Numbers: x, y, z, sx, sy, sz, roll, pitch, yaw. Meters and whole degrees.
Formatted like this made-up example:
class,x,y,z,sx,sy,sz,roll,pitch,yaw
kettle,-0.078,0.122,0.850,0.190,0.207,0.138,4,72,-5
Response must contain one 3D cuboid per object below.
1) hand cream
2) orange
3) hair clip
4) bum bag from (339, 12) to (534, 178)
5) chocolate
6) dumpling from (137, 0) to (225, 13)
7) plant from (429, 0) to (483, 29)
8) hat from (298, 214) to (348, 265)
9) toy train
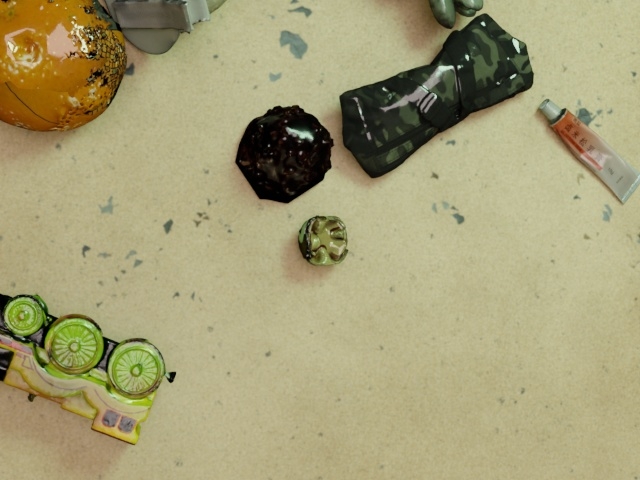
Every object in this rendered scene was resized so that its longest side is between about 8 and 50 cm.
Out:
class,x,y,z,sx,sy,sz,roll,pitch,yaw
hand cream,0.438,-0.150,1.647,0.216,0.038,0.052,40,110,-10
orange,-0.397,-0.268,1.444,0.234,0.182,0.234,-1,101,-7
hair clip,-0.251,-0.337,1.473,0.054,0.220,0.140,-39,126,-37
bum bag,0.181,-0.232,1.575,0.340,0.095,0.144,-30,109,-8
chocolate,-0.047,-0.142,1.516,0.156,0.133,0.156,1,86,-8
dumpling,-0.200,-0.415,1.496,0.166,0.216,0.126,50,45,-11
plant,0.153,-0.454,1.554,0.146,0.149,0.274,-41,93,8
hat,-0.001,0.000,1.556,0.076,0.059,0.077,-3,94,-25
toy train,-0.366,0.181,1.468,0.296,0.100,0.160,24,86,-8
